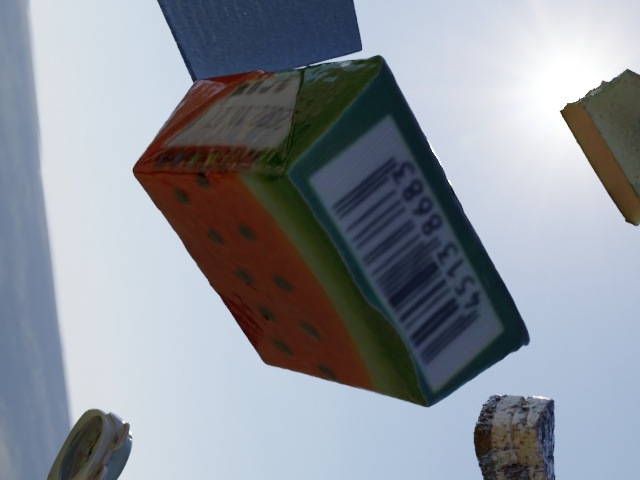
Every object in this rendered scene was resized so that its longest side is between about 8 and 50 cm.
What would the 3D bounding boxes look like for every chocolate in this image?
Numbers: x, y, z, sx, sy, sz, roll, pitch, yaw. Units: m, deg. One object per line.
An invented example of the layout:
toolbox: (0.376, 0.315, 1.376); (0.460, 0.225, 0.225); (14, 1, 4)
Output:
chocolate: (0.000, 0.000, 1.136); (0.341, 0.161, 0.360); (5, -47, 52)

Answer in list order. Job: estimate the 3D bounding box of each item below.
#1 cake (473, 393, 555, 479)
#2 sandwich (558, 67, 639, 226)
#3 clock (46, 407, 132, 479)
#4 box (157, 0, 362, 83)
cake: (0.311, 0.378, 1.681); (0.135, 0.112, 0.246); (-27, 115, -64)
sandwich: (0.381, -0.132, 1.357); (0.193, 0.162, 0.058); (-55, 173, -30)
clock: (-0.359, 0.346, 1.685); (0.191, 0.062, 0.151); (-12, -133, 57)
box: (-0.090, -0.354, 1.498); (0.279, 0.262, 0.116); (72, 4, -62)
